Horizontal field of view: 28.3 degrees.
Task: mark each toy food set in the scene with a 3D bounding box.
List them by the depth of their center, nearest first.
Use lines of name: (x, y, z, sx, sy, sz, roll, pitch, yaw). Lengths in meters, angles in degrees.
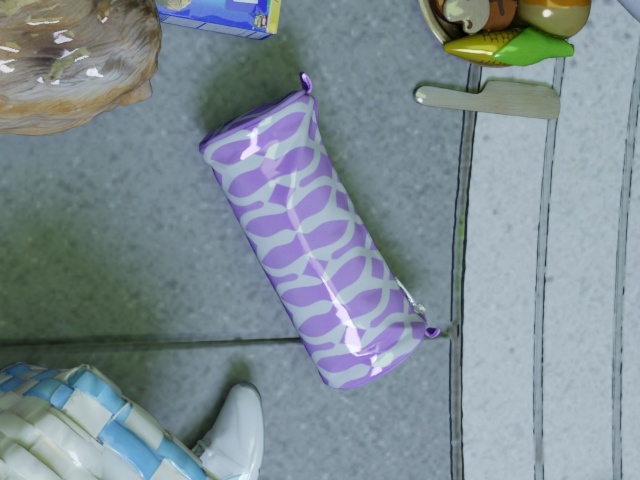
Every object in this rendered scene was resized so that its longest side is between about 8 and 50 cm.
toy food set: (0.131, -0.184, 0.890, 0.132, 0.038, 0.192, 2, 94, -17)

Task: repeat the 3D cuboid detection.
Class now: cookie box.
cookie box: (-0.077, -0.185, 0.824, 0.107, 0.040, 0.091, 7, 92, -19)

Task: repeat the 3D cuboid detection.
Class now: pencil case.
pencil case: (0.000, 0.000, 0.841, 0.088, 0.086, 0.206, -29, 103, 0)

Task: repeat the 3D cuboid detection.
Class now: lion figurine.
lion figurine: (-0.249, -0.234, 0.710, 0.240, 0.142, 0.392, -18, 104, -7)

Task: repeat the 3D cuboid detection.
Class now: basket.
basket: (-0.194, 0.215, 0.715, 0.201, 0.255, 0.289, 48, 69, -17)

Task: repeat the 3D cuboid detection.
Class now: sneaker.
sneaker: (-0.079, 0.166, 0.851, 0.061, 0.054, 0.152, 18, 90, -15)

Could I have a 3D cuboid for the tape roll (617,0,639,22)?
tape roll: (0.317, -0.288, 0.760, 0.072, 0.392, 0.392, 41, 83, -16)
